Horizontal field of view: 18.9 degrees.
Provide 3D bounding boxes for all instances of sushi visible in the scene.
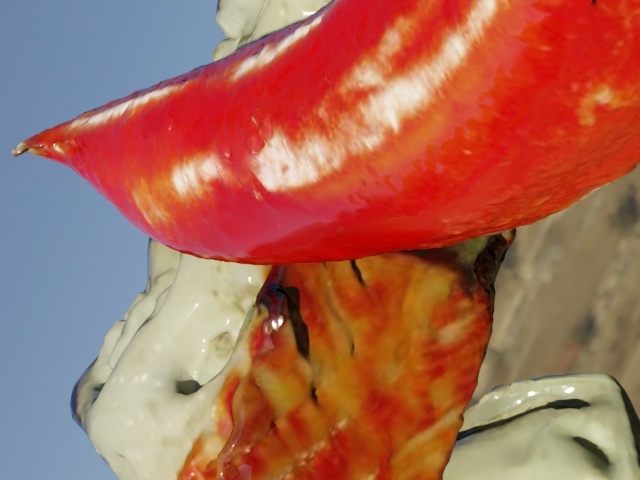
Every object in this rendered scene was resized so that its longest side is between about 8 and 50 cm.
[{"bbox_3d":[0.000,0.000,0.704,0.130,0.124,0.332,-2,64,56],"label":"sushi"}]

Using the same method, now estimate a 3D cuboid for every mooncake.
[{"bbox_3d":[0.101,0.211,1.131,0.254,0.250,0.136,53,-162,-49],"label":"mooncake"}]

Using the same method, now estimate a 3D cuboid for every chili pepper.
[{"bbox_3d":[0.031,-0.074,0.431,0.092,0.137,0.368,-39,-7,-45],"label":"chili pepper"}]
